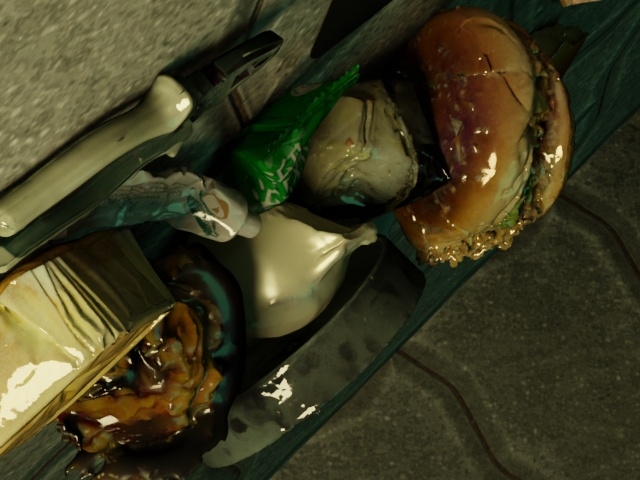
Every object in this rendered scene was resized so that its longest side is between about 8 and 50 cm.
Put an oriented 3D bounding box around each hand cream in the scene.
[{"bbox_3d":[-0.139,-0.029,1.663,0.084,0.050,0.257,-48,152,25],"label":"hand cream"}]

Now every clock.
[{"bbox_3d":[-0.027,0.115,2.012,0.319,0.066,0.319,-38,-168,9],"label":"clock"}]

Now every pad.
[{"bbox_3d":[0.092,-0.285,1.802,0.267,0.004,0.181,-41,167,-32],"label":"pad"}]

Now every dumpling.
[{"bbox_3d":[-0.056,0.029,1.933,0.258,0.147,0.193,-20,175,10],"label":"dumpling"}]

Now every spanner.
[{"bbox_3d":[-0.147,-0.085,1.506,0.325,0.040,0.096,-39,167,-31],"label":"spanner"}]

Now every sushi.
[{"bbox_3d":[-0.173,0.111,1.757,0.213,0.204,0.200,-13,-152,17],"label":"sushi"},{"bbox_3d":[0.001,-0.064,2.000,0.109,0.134,0.273,-13,165,-44],"label":"sushi"}]

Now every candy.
[{"bbox_3d":[-0.044,-0.088,1.786,0.141,0.078,0.203,-60,-174,-31],"label":"candy"}]

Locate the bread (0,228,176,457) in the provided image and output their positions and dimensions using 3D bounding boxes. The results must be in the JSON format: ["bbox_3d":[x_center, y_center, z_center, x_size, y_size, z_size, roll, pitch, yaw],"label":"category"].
[{"bbox_3d":[-0.237,0.086,1.545,0.210,0.110,0.192,-42,175,21],"label":"bread"}]

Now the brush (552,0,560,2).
[{"bbox_3d":[0.335,-0.363,2.342,0.054,0.048,0.282,-42,170,-11],"label":"brush"}]

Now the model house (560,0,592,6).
[{"bbox_3d":[0.344,-0.388,1.903,0.169,0.244,0.326,-41,-159,-24],"label":"model house"}]

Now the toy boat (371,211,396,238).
[{"bbox_3d":[0.000,0.000,2.254,0.330,0.123,0.215,-64,172,21],"label":"toy boat"}]

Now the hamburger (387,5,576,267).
[{"bbox_3d":[0.155,-0.113,2.026,0.146,0.243,0.286,-2,105,-38],"label":"hamburger"}]

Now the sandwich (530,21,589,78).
[{"bbox_3d":[0.313,-0.243,2.638,0.162,0.058,0.193,-50,166,8],"label":"sandwich"}]
